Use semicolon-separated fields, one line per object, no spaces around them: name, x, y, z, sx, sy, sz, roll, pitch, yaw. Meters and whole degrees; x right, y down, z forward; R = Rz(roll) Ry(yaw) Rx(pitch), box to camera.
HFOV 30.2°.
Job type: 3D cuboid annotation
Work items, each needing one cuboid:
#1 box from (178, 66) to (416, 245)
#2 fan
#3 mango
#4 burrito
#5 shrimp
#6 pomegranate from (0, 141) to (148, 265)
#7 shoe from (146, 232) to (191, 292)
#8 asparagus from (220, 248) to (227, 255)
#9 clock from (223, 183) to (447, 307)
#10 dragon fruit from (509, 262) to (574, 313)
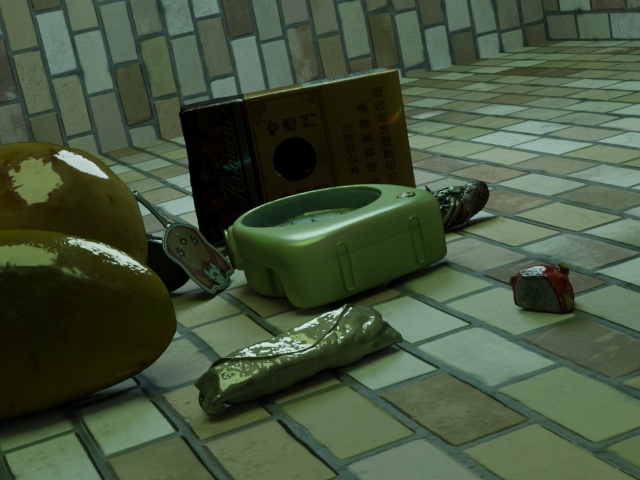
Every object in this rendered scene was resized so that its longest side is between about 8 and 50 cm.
box;-0.043;-0.160;2.225;0.415;0.265;0.116;-10;14;-3
fan;-0.226;-0.004;1.901;0.009;0.220;0.132;-43;3;24
mango;-0.366;0.103;1.508;0.364;0.253;0.182;-3;-28;2
burrito;-0.028;0.139;1.426;0.275;0.059;0.082;-19;30;-27
shrimp;0.202;-0.052;1.977;0.190;0.073;0.075;-17;28;-16
pomegranate;-0.420;0.014;1.782;0.338;0.338;0.338;-11;14;3
shoe;-0.322;0.029;2.007;0.292;0.109;0.149;-6;15;22
asparagus;-0.157;0.016;2.131;0.162;0.016;0.016;-26;-7;-45
clock;0.000;0.000;1.846;0.286;0.117;0.348;-20;15;-28
dragon fruit;0.287;0.056;1.500;0.060;0.056;0.083;-24;17;-39
